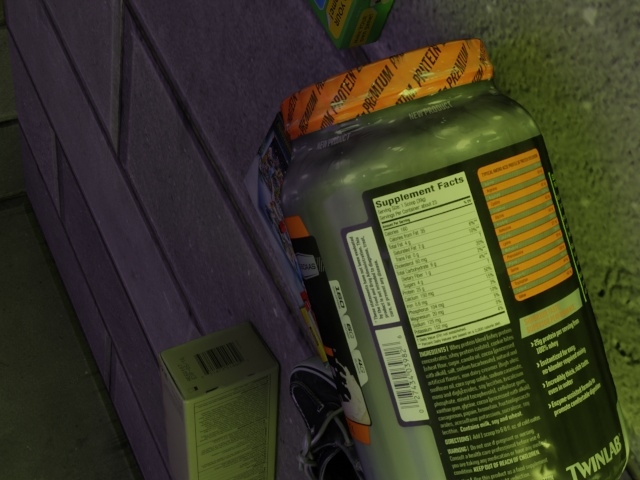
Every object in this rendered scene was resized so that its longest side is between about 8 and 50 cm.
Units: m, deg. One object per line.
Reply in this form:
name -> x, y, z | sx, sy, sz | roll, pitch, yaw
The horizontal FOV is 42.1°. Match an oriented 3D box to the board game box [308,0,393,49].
board game box -> 0.024, -0.338, 0.653 | 0.213, 0.046, 0.317 | 62, 154, 21

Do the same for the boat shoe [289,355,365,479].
boat shoe -> 0.025, 0.248, 0.983 | 0.306, 0.105, 0.113 | 44, 143, 45

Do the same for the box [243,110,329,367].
box -> 0.000, 0.000, 0.850 | 0.233, 0.044, 0.159 | 66, 155, 13

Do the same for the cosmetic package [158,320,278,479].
cosmetic package -> -0.161, 0.292, 1.338 | 0.113, 0.160, 0.309 | 51, 147, 39

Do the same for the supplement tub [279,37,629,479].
supplement tub -> 0.088, 0.030, 0.600 | 0.193, 0.193, 0.316 | -10, 97, 65
